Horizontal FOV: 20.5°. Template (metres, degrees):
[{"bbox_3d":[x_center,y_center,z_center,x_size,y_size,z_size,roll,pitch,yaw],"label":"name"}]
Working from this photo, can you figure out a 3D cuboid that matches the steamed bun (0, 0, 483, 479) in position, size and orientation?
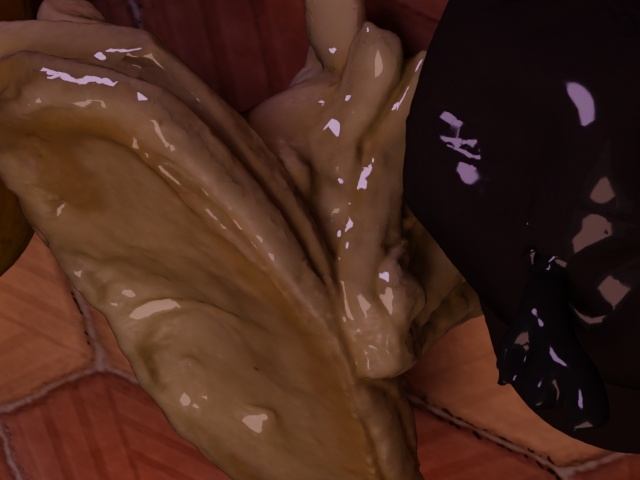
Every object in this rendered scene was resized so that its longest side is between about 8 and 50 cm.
[{"bbox_3d":[0.000,0.000,1.035,0.247,0.189,0.428,0,135,43],"label":"steamed bun"}]

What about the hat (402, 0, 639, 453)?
[{"bbox_3d":[0.188,0.021,0.891,0.238,0.209,0.336,-21,125,-3],"label":"hat"}]

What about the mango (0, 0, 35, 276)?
[{"bbox_3d":[-0.282,-0.105,1.071,0.253,0.182,0.365,15,123,16],"label":"mango"}]
